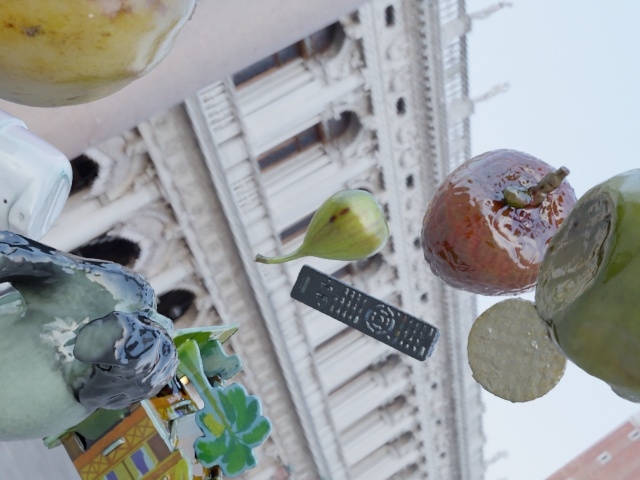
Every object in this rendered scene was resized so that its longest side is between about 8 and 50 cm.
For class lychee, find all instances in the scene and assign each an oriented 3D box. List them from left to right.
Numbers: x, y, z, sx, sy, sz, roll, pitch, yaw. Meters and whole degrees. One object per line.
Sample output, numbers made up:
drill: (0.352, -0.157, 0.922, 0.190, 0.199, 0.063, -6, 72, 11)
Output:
lychee: (0.291, -0.025, 1.348, 0.255, 0.255, 0.300, 60, -24, 0)

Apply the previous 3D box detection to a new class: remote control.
remote control: (0.068, 0.112, 1.332, 0.245, 0.063, 0.025, 26, 8, 16)

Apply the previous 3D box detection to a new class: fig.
fig: (0.001, -0.013, 1.056, 0.093, 0.166, 0.093, -11, 90, -83)
fig: (0.212, 0.023, 0.539, 0.154, 0.144, 0.165, 12, -33, 28)

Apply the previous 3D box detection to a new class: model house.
model house: (-0.216, 0.345, 1.425, 0.313, 0.358, 0.242, 53, 14, 13)

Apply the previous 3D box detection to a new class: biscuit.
biscuit: (0.220, 0.123, 0.955, 0.120, 0.120, 0.015, 52, 15, 27)

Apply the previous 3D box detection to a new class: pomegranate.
pomegranate: (-0.228, -0.239, 0.739, 0.264, 0.264, 0.264, 53, -16, 23)

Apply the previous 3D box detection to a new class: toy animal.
toy animal: (-0.184, 0.065, 0.449, 0.121, 0.225, 0.094, 62, 9, -68)

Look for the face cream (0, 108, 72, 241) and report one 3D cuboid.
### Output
face cream: (-0.332, -0.100, 0.593, 0.345, 0.102, 0.102, 27, -19, 3)
